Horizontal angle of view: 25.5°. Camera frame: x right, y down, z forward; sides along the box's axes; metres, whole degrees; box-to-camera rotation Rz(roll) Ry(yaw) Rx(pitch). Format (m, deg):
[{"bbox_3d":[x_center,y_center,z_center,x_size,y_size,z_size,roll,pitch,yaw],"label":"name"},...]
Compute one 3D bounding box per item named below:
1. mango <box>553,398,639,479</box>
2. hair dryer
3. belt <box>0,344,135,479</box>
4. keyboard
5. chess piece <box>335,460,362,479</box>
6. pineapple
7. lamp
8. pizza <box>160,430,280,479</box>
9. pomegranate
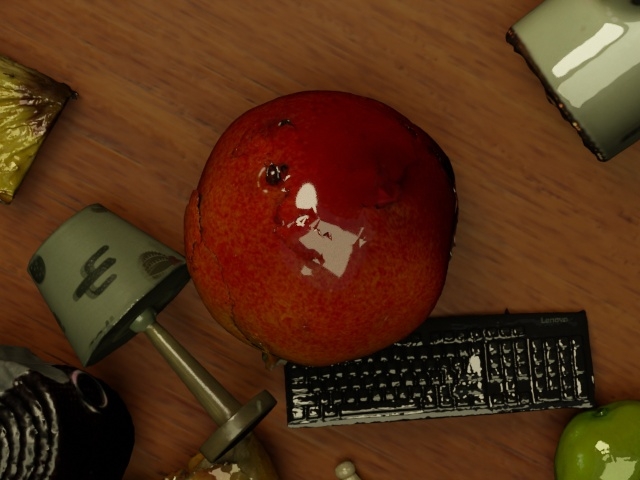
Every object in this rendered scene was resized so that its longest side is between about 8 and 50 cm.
[{"bbox_3d":[0.265,0.193,1.143,0.163,0.089,0.117,24,96,-14],"label":"mango"},{"bbox_3d":[0.195,-0.204,0.937,0.203,0.362,0.128,-35,56,12],"label":"hair dryer"},{"bbox_3d":[-0.286,0.201,1.147,0.289,0.164,0.184,-38,72,13],"label":"belt"},{"bbox_3d":[0.094,0.102,1.148,0.250,0.017,0.087,-4,75,5],"label":"keyboard"},{"bbox_3d":[0.039,0.227,1.190,0.035,0.035,0.092,-25,97,9],"label":"chess piece"},{"bbox_3d":[-0.248,-0.098,1.122,0.116,0.069,0.137,-13,111,1],"label":"pineapple"},{"bbox_3d":[-0.131,0.072,1.115,0.121,0.121,0.215,-44,82,12],"label":"lamp"},{"bbox_3d":[-0.136,0.302,1.192,0.226,0.086,0.336,15,102,5],"label":"pizza"},{"bbox_3d":[0.000,0.000,1.054,0.210,0.210,0.235,10,136,2],"label":"pomegranate"}]
